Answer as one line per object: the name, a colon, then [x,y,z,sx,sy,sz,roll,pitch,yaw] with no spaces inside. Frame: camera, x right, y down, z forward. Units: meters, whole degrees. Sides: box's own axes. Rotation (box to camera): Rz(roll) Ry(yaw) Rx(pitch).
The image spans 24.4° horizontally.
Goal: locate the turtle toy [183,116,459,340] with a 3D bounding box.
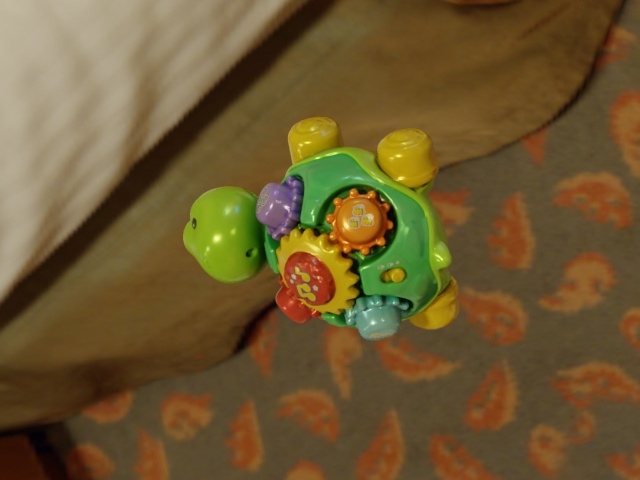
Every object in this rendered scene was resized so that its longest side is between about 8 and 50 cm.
turtle toy: [0.000,0.000,0.648,0.130,0.066,0.095,11,126,36]
